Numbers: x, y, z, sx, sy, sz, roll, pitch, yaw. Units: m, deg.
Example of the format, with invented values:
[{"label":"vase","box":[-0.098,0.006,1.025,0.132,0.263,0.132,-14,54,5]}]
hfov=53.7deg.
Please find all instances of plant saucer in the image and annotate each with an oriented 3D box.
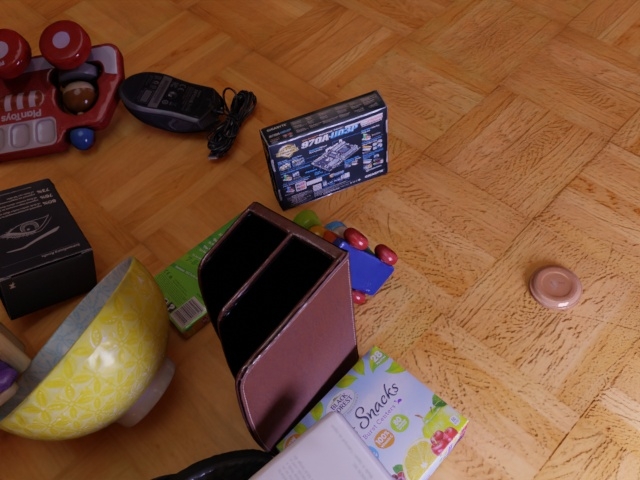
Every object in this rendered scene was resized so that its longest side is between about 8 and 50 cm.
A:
[{"label":"plant saucer","box":[0.383,0.074,1.027,0.083,0.013,0.083,-3,55,4]}]

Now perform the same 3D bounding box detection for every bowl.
[{"label":"bowl","box":[-0.309,0.182,0.920,0.156,0.289,0.289,42,60,-19]}]

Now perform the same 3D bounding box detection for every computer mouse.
[{"label":"computer mouse","box":[-0.285,-0.264,1.310,0.272,0.072,0.188,19,56,4]}]

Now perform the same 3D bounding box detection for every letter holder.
[{"label":"letter holder","box":[-0.074,0.139,0.854,0.152,0.302,0.214,29,63,24]}]

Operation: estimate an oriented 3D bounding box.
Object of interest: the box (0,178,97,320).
[{"label":"box","box":[-0.499,0.010,1.087,0.153,0.108,0.207,-21,54,-30]}]

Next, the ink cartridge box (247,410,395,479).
[{"label":"ink cartridge box","box":[-0.032,0.436,0.712,0.385,0.091,0.308,-39,69,-7]}]

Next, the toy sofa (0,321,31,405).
[{"label":"toy sofa","box":[-0.597,0.238,0.868,0.362,0.150,0.177,-42,22,-13]}]

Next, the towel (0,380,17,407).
[{"label":"towel","box":[-0.486,0.252,0.987,0.119,0.029,0.067,14,58,16]}]

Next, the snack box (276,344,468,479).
[{"label":"snack box","box":[0.072,0.279,0.882,0.174,0.070,0.207,38,65,27]}]

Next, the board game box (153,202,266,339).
[{"label":"board game box","box":[-0.167,0.044,1.095,0.259,0.039,0.124,-40,61,-17]}]

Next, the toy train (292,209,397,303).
[{"label":"toy train","box":[0.000,0.000,0.995,0.105,0.248,0.143,-52,49,11]}]

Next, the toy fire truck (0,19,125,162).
[{"label":"toy fire truck","box":[-0.557,-0.298,1.322,0.302,0.169,0.254,-8,79,1]}]

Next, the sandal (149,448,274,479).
[{"label":"sandal","box":[-0.253,0.392,0.791,0.446,0.167,0.107,-33,40,-17]}]

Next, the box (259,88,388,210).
[{"label":"box","box":[0.013,-0.157,1.131,0.220,0.175,0.051,-21,55,-8]}]
